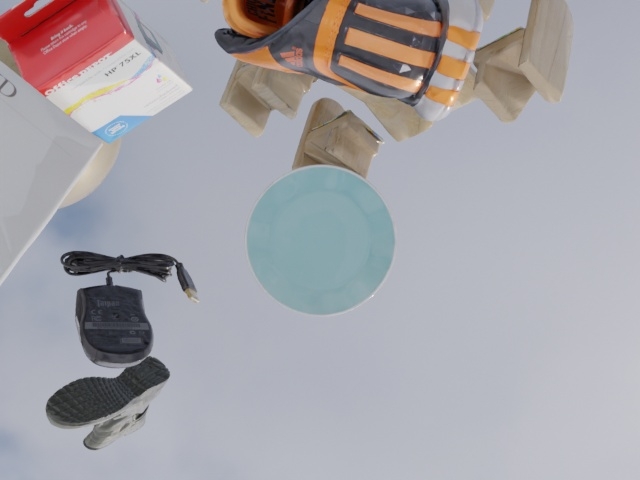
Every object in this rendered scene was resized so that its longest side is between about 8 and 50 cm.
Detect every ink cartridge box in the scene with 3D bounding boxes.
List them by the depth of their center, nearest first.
[{"bbox_3d":[-0.263,-0.210,1.255,0.134,0.231,0.078,-31,-111,9],"label":"ink cartridge box"}]

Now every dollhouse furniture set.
[{"bbox_3d":[0.040,-0.303,1.261,0.362,0.256,0.394,-22,-50,41],"label":"dollhouse furniture set"}]

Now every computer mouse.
[{"bbox_3d":[-0.253,0.103,1.486,0.262,0.184,0.060,-122,-141,-52],"label":"computer mouse"}]

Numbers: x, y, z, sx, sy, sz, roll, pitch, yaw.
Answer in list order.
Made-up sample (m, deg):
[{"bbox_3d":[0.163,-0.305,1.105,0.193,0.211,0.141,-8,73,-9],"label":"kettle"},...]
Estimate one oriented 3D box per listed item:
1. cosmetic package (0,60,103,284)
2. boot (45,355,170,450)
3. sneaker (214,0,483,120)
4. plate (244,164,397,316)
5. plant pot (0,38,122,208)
[{"bbox_3d":[-0.341,0.016,0.724,0.217,0.385,0.156,38,-44,-16],"label":"cosmetic package"},{"bbox_3d":[-0.359,0.296,1.779,0.083,0.246,0.161,43,-56,22],"label":"boot"},{"bbox_3d":[0.015,-0.189,0.860,0.180,0.321,0.124,17,-79,-7],"label":"sneaker"},{"bbox_3d":[0.000,0.000,1.331,0.188,0.024,0.188,0,-85,-4],"label":"plate"},{"bbox_3d":[-0.464,-0.183,1.613,0.284,0.191,0.284,1,-86,11],"label":"plant pot"}]
